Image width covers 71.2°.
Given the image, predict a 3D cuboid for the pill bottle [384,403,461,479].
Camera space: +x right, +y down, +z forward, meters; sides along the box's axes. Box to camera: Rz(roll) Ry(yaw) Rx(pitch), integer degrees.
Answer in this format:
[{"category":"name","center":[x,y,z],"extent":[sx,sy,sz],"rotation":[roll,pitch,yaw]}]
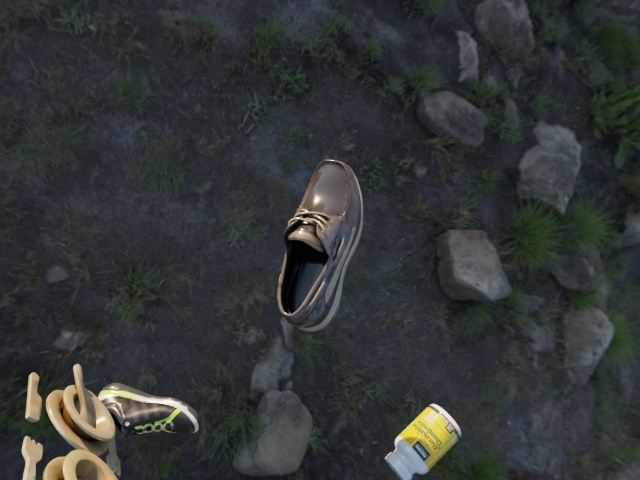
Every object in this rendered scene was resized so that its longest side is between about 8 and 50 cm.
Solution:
[{"category":"pill bottle","center":[0.250,0.503,1.103],"extent":[0.184,0.103,0.103],"rotation":[-38,97,-16]}]

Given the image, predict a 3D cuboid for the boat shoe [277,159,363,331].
[{"category":"boat shoe","center":[0.000,0.000,0.879],"extent":[0.132,0.130,0.355],"rotation":[4,78,21]}]

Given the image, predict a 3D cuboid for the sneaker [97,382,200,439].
[{"category":"sneaker","center":[-0.373,0.381,0.936],"extent":[0.234,0.084,0.097],"rotation":[14,35,3]}]

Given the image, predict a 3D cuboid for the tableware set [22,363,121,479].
[{"category":"tableware set","center":[-0.230,0.207,0.450],"extent":[0.039,0.194,0.128],"rotation":[-41,123,-12]}]
